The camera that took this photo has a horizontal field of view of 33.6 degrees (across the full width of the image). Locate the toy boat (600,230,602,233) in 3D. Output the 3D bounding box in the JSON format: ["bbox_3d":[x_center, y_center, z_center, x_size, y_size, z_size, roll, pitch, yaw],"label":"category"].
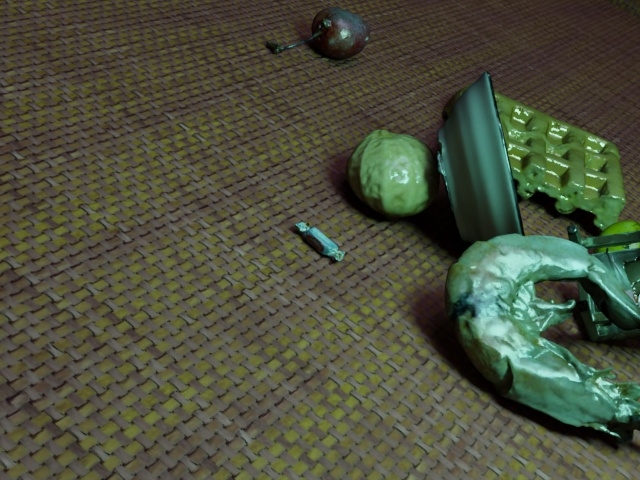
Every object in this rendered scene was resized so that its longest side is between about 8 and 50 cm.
[{"bbox_3d":[0.512,0.000,1.818,0.038,0.038,0.083,5,36,-32],"label":"toy boat"}]

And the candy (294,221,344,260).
[{"bbox_3d":[0.000,0.000,1.448,0.083,0.020,0.030,38,34,18],"label":"candy"}]

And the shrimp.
[{"bbox_3d":[0.324,0.127,1.364,0.360,0.085,0.247,38,65,7],"label":"shrimp"}]

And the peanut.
[{"bbox_3d":[0.108,-0.104,1.600,0.141,0.109,0.159,-1,41,-34],"label":"peanut"}]

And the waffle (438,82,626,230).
[{"bbox_3d":[0.385,-0.163,1.918,0.348,0.077,0.304,23,29,1],"label":"waffle"}]

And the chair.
[{"bbox_3d":[0.455,0.079,1.552,0.270,0.147,0.136,47,37,-59],"label":"chair"}]

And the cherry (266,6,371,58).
[{"bbox_3d":[-0.003,-0.387,1.981,0.225,0.090,0.107,-7,55,-30],"label":"cherry"}]

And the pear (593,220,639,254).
[{"bbox_3d":[0.491,0.024,1.699,0.107,0.107,0.131,33,38,12],"label":"pear"}]

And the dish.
[{"bbox_3d":[0.235,-0.092,1.592,0.106,0.316,0.316,-12,31,9],"label":"dish"}]
